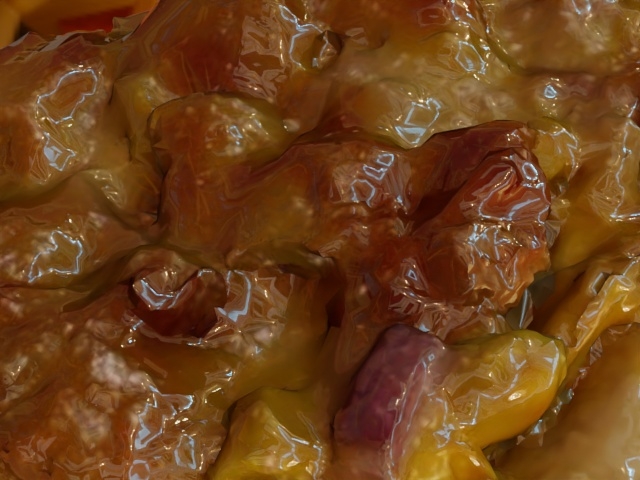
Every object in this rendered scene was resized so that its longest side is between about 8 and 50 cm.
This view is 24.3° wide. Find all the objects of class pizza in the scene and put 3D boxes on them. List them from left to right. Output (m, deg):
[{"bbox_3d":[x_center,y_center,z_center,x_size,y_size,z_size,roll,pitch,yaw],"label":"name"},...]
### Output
[{"bbox_3d":[0.000,0.000,0.423,0.409,0.277,0.114,-53,144,-26],"label":"pizza"}]
